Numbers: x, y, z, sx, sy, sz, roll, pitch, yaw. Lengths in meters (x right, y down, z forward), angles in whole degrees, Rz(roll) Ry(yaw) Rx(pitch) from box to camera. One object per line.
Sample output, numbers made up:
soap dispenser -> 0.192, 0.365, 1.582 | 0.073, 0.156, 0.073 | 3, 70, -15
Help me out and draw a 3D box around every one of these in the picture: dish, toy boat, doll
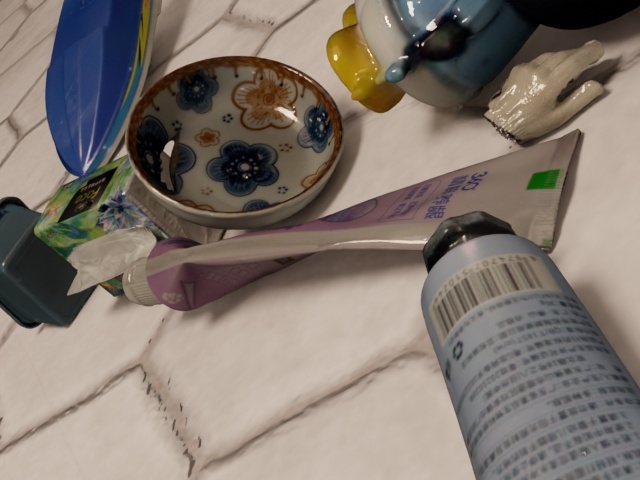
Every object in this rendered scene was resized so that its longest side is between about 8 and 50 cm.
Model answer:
dish -> -0.056, -0.048, 0.716 | 0.141, 0.078, 0.141 | 1, 53, -2
toy boat -> -0.228, -0.170, 1.117 | 0.129, 0.088, 0.295 | -30, 42, 28
doll -> 0.135, -0.182, 0.557 | 0.314, 0.141, 0.177 | -34, 18, 29

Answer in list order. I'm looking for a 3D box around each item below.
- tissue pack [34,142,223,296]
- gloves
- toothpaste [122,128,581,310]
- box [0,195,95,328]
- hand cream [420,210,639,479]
tissue pack -> -0.138, -0.004, 0.753 | 0.111, 0.085, 0.079 | -17, 40, 41
gloves -> 0.116, -0.074, 0.557 | 0.081, 0.037, 0.044 | -42, 63, -4
toothpaste -> 0.000, 0.000, 0.600 | 0.301, 0.048, 0.075 | -13, 13, 36
box -> -0.220, 0.020, 0.829 | 0.054, 0.099, 0.074 | 7, 56, 39
hand cream -> 0.085, 0.080, 0.370 | 0.091, 0.058, 0.271 | -28, 34, 8
